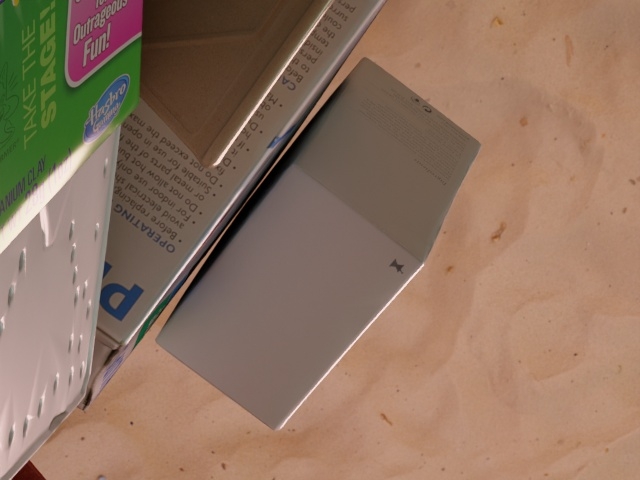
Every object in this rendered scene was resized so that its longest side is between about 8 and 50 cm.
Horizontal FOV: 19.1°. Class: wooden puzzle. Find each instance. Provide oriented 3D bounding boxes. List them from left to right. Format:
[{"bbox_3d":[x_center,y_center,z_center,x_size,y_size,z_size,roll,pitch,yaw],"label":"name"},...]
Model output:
[{"bbox_3d":[-0.075,-0.200,1.247,0.044,0.238,0.221,3,129,-55],"label":"wooden puzzle"}]

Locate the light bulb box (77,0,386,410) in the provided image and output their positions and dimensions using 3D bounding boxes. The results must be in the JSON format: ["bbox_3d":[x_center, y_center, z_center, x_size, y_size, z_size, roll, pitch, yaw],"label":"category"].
[{"bbox_3d":[-0.157,-0.089,1.502,0.361,0.225,0.358,-55,-178,-16],"label":"light bulb box"}]

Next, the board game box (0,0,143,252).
[{"bbox_3d":[-0.145,-0.121,0.692,0.242,0.064,0.316,-54,159,-44],"label":"board game box"}]

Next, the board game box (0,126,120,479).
[{"bbox_3d":[-0.166,-0.067,1.065,0.390,0.050,0.390,-59,157,-82],"label":"board game box"}]

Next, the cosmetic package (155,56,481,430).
[{"bbox_3d":[0.000,0.000,1.617,0.224,0.138,0.224,-51,-174,32],"label":"cosmetic package"}]

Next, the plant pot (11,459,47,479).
[{"bbox_3d":[-0.312,0.187,1.054,0.236,0.267,0.267,-33,-156,8],"label":"plant pot"}]
